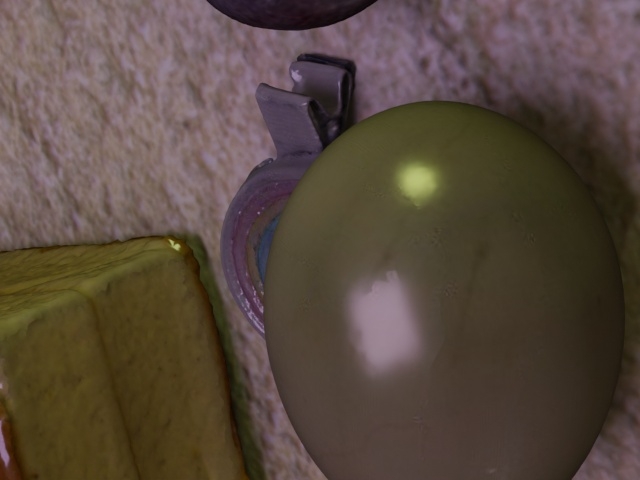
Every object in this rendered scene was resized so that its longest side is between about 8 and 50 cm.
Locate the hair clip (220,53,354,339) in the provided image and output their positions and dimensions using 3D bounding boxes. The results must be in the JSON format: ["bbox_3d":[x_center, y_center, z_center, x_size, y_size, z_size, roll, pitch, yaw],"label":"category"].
[{"bbox_3d":[0.000,0.000,0.946,0.140,0.054,0.220,12,119,30],"label":"hair clip"}]

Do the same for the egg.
[{"bbox_3d":[0.064,0.046,0.807,0.186,0.186,0.242,13,117,37],"label":"egg"}]

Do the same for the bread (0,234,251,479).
[{"bbox_3d":[-0.210,0.155,1.080,0.279,0.207,0.279,-1,106,41],"label":"bread"}]

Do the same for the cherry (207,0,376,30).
[{"bbox_3d":[-0.015,-0.195,0.812,0.176,0.140,0.176,-1,89,58],"label":"cherry"}]
